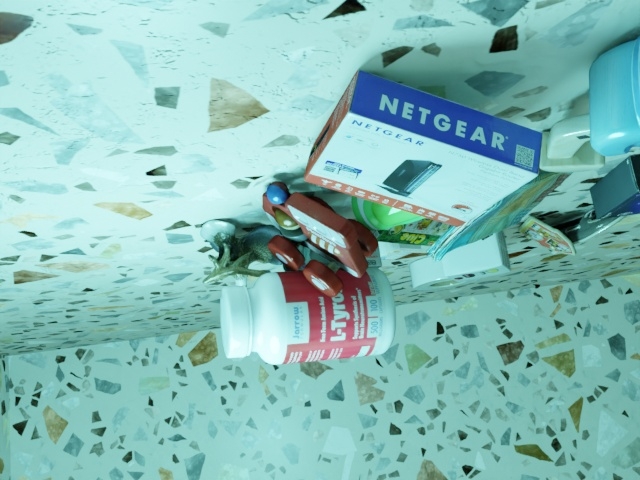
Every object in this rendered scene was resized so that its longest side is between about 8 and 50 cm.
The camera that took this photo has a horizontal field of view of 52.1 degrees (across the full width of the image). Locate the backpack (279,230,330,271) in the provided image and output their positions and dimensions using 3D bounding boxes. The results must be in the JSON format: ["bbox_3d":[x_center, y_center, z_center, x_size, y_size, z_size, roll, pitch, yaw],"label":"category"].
[{"bbox_3d":[0.003,0.008,1.740,0.188,0.166,0.144,4,169,-41],"label":"backpack"}]

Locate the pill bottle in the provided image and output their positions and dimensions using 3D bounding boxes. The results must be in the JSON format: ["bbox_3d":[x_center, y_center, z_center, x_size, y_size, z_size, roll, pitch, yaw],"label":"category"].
[{"bbox_3d":[-0.036,0.188,1.636,0.407,0.229,0.229,-3,165,-17],"label":"pill bottle"}]

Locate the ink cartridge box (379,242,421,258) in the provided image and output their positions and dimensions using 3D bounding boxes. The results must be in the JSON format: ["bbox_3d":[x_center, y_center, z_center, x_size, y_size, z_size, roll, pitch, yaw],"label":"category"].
[{"bbox_3d":[0.232,-0.003,1.984,0.092,0.090,0.143,3,163,-36],"label":"ink cartridge box"}]

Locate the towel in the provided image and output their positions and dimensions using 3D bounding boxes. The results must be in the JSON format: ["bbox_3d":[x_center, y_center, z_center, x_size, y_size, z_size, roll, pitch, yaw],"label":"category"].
[{"bbox_3d":[0.445,-0.076,1.562,0.370,0.040,0.271,-20,159,-37],"label":"towel"}]

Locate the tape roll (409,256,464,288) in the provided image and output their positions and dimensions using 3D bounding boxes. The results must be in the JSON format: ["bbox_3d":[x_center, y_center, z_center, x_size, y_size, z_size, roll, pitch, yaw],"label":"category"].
[{"bbox_3d":[0.502,0.125,2.619,0.286,0.100,0.286,-7,166,-2],"label":"tape roll"}]

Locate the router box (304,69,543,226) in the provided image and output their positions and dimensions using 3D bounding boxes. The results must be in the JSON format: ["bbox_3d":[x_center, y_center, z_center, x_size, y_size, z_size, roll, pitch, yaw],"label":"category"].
[{"bbox_3d":[0.167,-0.147,1.176,0.335,0.082,0.301,16,161,-9],"label":"router box"}]

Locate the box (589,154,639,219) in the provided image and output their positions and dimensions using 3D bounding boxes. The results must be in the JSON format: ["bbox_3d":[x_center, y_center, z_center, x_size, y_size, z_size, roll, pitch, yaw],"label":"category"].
[{"bbox_3d":[0.865,-0.147,1.748,0.184,0.103,0.261,-5,166,0],"label":"box"}]

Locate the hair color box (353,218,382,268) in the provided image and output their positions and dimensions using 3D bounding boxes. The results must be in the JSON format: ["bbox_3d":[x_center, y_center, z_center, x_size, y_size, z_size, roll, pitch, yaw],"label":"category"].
[{"bbox_3d":[0.128,0.011,1.876,0.071,0.141,0.043,-1,164,-25],"label":"hair color box"}]

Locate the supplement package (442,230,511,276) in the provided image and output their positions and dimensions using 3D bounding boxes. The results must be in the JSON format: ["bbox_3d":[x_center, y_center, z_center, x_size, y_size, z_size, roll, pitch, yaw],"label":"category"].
[{"bbox_3d":[0.520,0.043,2.204,0.194,0.149,0.203,-14,166,22],"label":"supplement package"}]

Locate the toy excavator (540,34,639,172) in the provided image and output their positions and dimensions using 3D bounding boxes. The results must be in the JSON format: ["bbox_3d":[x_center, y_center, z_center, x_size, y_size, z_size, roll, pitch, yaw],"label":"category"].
[{"bbox_3d":[0.540,-0.222,1.144,0.445,0.223,0.432,-2,174,41],"label":"toy excavator"}]

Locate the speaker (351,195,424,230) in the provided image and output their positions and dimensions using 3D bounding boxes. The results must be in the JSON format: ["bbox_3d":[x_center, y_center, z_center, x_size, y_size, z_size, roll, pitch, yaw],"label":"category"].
[{"bbox_3d":[0.217,-0.113,1.467,0.296,0.131,0.131,-19,162,38],"label":"speaker"}]

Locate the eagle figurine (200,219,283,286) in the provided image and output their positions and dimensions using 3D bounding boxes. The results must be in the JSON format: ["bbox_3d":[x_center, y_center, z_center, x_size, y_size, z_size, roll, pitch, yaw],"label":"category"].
[{"bbox_3d":[-0.219,0.043,1.818,0.226,0.225,0.298,31,-158,3],"label":"eagle figurine"}]

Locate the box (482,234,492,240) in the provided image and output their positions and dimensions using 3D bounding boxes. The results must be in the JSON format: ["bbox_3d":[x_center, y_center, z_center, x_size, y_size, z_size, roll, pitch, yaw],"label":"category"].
[{"bbox_3d":[0.404,-0.072,1.749,0.036,0.114,0.207,-33,159,14],"label":"box"}]

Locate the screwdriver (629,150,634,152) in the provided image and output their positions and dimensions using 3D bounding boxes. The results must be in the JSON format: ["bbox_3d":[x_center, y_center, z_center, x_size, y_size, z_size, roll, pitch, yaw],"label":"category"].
[{"bbox_3d":[0.697,-0.209,1.559,0.169,0.025,0.024,1,163,-30],"label":"screwdriver"}]

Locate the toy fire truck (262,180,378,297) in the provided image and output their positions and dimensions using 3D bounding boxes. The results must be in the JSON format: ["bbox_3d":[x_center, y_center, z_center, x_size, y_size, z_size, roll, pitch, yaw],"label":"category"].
[{"bbox_3d":[-0.019,-0.031,1.490,0.169,0.302,0.254,-48,147,-15],"label":"toy fire truck"}]

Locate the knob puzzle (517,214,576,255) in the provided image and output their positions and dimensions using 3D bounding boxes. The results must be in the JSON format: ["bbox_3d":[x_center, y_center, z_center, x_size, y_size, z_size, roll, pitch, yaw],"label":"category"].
[{"bbox_3d":[0.752,0.001,2.161,0.213,0.030,0.213,33,170,7],"label":"knob puzzle"}]

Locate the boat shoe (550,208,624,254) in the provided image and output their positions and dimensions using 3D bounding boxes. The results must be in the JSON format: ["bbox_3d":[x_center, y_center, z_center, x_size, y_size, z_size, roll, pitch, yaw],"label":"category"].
[{"bbox_3d":[0.854,-0.047,2.159,0.112,0.096,0.335,-27,172,-28],"label":"boat shoe"}]

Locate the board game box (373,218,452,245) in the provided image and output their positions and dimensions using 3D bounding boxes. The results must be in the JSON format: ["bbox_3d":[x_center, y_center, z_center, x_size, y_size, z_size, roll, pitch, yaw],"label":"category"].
[{"bbox_3d":[0.277,-0.043,1.861,0.259,0.030,0.136,4,136,-40],"label":"board game box"}]
